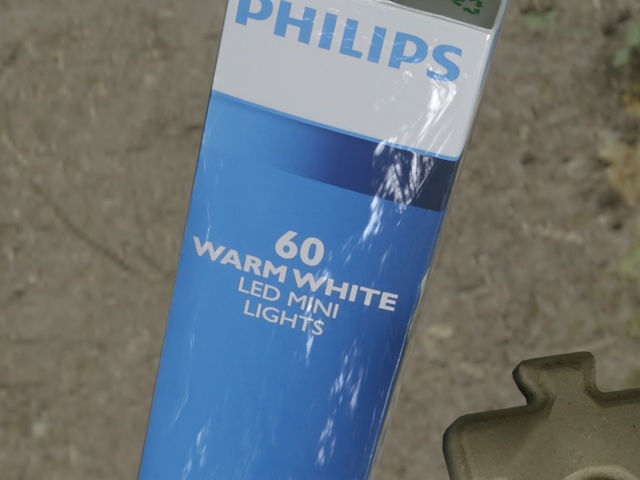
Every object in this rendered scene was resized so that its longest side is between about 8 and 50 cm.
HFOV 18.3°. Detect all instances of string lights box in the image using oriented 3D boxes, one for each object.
[{"bbox_3d":[0.000,0.000,0.646,0.077,0.133,0.259,16,127,4],"label":"string lights box"}]

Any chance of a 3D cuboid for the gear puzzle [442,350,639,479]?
[{"bbox_3d":[0.201,0.105,0.601,0.339,0.175,0.044,-7,158,-19],"label":"gear puzzle"}]
